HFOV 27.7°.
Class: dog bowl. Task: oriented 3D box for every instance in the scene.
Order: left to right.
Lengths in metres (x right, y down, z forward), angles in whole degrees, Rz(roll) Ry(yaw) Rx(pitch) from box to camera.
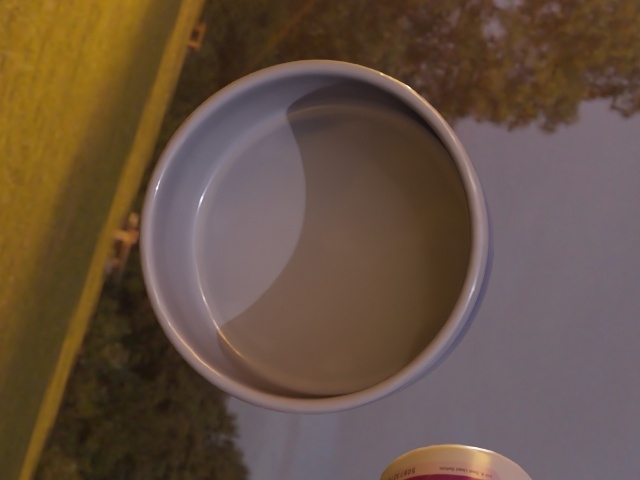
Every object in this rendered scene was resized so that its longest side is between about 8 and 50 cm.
[{"bbox_3d":[0.000,0.000,1.007,0.104,0.265,0.264,23,82,-77],"label":"dog bowl"}]

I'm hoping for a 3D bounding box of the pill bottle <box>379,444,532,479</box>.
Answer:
[{"bbox_3d":[0.121,0.362,1.238,0.169,0.169,0.301,113,-9,-48],"label":"pill bottle"}]
